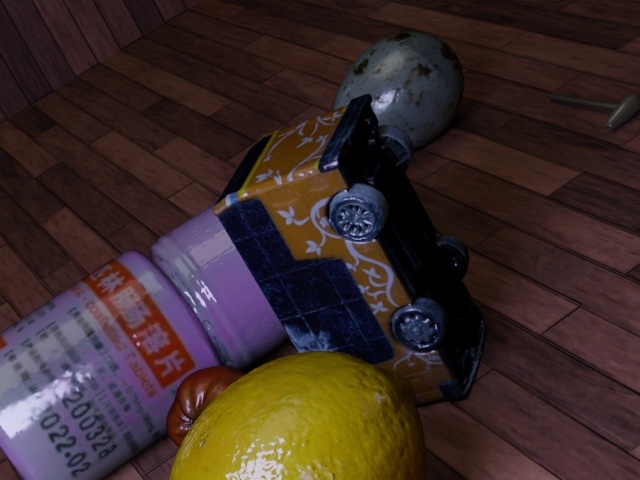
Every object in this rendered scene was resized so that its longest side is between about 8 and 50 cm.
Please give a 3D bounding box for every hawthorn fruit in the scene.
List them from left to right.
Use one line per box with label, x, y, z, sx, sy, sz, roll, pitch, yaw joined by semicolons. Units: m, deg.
hawthorn fruit;-0.109;0.197;1.654;0.125;0.125;0.140;-2;37;43

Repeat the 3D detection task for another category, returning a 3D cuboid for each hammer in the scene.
hammer;0.371;-0.185;2.028;0.060;0.028;0.195;-41;24;-13

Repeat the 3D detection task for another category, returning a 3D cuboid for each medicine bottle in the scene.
medicine bottle;-0.231;0.137;1.775;0.388;0.219;0.219;-33;25;-13

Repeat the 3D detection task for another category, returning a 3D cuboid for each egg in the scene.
egg;0.110;-0.210;2.162;0.231;0.169;0.169;-43;26;-3

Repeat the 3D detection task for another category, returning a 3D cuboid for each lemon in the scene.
lemon;-0.024;0.232;1.371;0.236;0.236;0.263;0;66;45

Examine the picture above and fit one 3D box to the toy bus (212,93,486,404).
toy bus;0.040;0.027;1.589;0.194;0.323;0.162;-16;27;26
